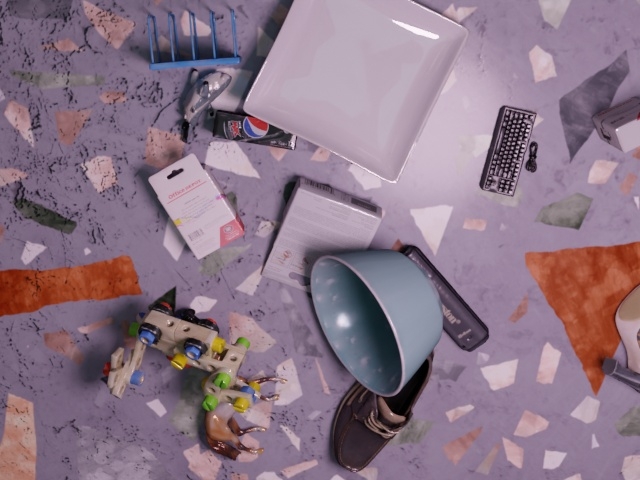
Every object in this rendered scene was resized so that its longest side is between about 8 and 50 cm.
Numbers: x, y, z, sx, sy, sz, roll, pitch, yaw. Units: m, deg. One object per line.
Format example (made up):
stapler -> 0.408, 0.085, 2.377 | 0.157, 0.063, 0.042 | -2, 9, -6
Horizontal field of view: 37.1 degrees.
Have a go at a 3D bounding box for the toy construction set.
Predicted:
toy construction set -> -0.283, 0.249, 1.958 | 0.328, 0.151, 0.215 | 6, 137, 2

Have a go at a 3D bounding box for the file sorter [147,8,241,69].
file sorter -> -0.244, -0.389, 1.847 | 0.170, 0.118, 0.104 | -5, 102, -2

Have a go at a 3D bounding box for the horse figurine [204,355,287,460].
horse figurine -> -0.186, 0.367, 2.081 | 0.175, 0.066, 0.263 | 16, 101, -13

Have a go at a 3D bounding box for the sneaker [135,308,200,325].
sneaker -> -0.309, 0.170, 2.024 | 0.152, 0.058, 0.084 | 30, 99, -7

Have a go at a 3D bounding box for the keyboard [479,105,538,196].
keyboard -> 0.406, -0.182, 1.987 | 0.108, 0.023, 0.180 | 12, 105, -6

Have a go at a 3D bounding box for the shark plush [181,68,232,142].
shark plush -> -0.236, -0.266, 1.914 | 0.067, 0.073, 0.161 | 14, 101, -38

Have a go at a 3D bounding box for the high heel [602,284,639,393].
high heel -> 0.732, 0.206, 2.097 | 0.186, 0.093, 0.261 | 26, 90, -32

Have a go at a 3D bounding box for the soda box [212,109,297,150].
soda box -> -0.131, -0.223, 1.925 | 0.169, 0.060, 0.053 | 8, 101, -6

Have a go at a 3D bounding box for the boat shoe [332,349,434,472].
boat shoe -> 0.130, 0.355, 2.060 | 0.132, 0.130, 0.355 | 24, 102, -9

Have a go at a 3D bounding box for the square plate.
square plate -> 0.071, -0.337, 1.890 | 0.347, 0.049, 0.344 | 25, 93, -9

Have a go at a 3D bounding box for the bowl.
bowl -> 0.131, 0.140, 1.931 | 0.163, 0.311, 0.311 | -27, 107, -24

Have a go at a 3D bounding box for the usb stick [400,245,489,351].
usb stick -> 0.256, 0.126, 2.049 | 0.077, 0.045, 0.278 | -40, 104, 9

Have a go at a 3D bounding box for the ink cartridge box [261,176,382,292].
ink cartridge box -> 0.000, 0.000, 2.010 | 0.189, 0.066, 0.232 | 20, 124, -9

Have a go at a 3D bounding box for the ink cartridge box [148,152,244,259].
ink cartridge box -> -0.254, -0.076, 1.955 | 0.115, 0.067, 0.198 | -29, 106, 4

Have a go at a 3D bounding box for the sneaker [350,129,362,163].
sneaker -> 0.075, -0.189, 1.957 | 0.098, 0.038, 0.069 | 29, 101, -10

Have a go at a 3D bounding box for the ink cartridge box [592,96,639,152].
ink cartridge box -> 0.624, -0.235, 1.926 | 0.099, 0.135, 0.056 | -26, 108, 4
